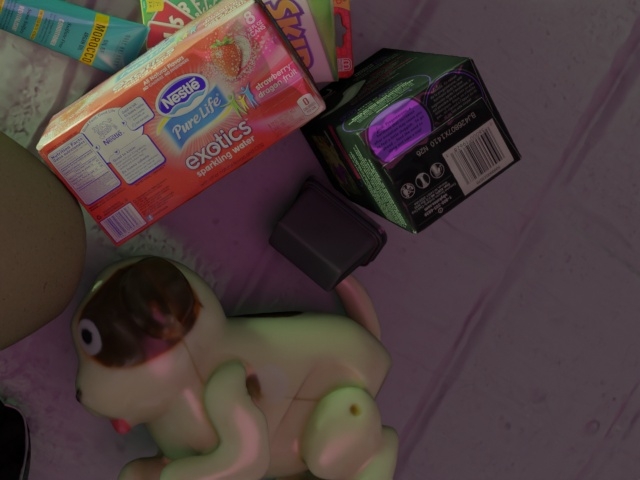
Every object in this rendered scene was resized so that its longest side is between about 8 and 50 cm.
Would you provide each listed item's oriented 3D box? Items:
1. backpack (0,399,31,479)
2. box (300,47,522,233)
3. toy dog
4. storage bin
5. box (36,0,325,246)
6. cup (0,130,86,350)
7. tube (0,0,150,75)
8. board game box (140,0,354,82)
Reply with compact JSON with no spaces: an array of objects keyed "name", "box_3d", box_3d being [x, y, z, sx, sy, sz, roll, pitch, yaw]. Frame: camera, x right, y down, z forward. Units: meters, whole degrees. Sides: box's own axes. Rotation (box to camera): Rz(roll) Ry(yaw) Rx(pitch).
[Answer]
[{"name":"backpack","box_3d":[-0.466,0.315,1.164,0.225,0.253,0.191,13,118,-22]},{"name":"box","box_3d":[0.096,-0.132,1.226,0.165,0.270,0.143,-34,111,-8]},{"name":"toy dog","box_3d":[-0.114,0.168,1.232,0.408,0.284,0.395,28,78,-22]},{"name":"storage bin","box_3d":[0.000,0.000,1.294,0.135,0.098,0.091,40,54,7]},{"name":"box","box_3d":[-0.163,-0.152,1.169,0.300,0.142,0.154,-33,114,8]},{"name":"cup","box_3d":[-0.405,0.001,1.099,0.237,0.331,0.331,7,102,-45]},{"name":"tube","box_3d":[-0.314,-0.257,1.183,0.207,0.052,0.080,17,129,-23]},{"name":"board game box","box_3d":[-0.087,-0.252,1.240,0.259,0.039,0.124,-7,107,-8]}]
